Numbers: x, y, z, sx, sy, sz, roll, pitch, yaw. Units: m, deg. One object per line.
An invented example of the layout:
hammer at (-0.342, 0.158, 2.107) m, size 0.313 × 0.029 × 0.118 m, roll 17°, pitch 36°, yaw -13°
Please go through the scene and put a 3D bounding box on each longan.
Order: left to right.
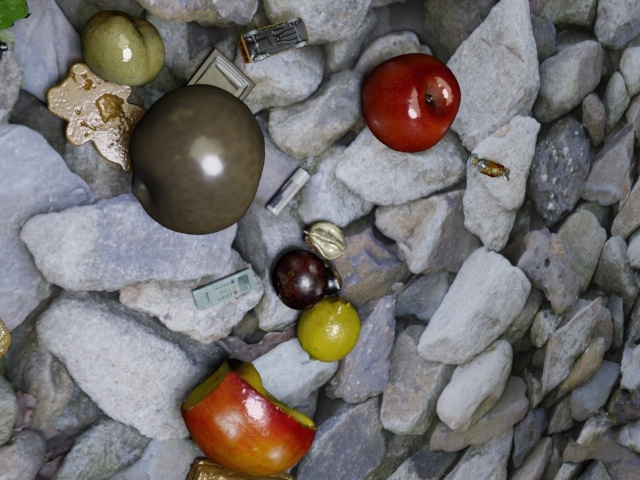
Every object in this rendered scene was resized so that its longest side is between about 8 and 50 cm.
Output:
longan at (-0.263, -0.163, 1.120) m, size 0.289 × 0.288 × 0.350 m, roll -3°, pitch 130°, yaw -26°

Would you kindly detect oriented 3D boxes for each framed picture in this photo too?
framed picture at (-0.252, -0.348, 1.222) m, size 0.128 × 0.023 × 0.168 m, roll 38°, pitch 85°, yaw -29°

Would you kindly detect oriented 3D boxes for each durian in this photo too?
durian at (-0.001, 0.003, 1.410) m, size 0.140 × 0.071 × 0.110 m, roll 21°, pitch 58°, yaw -26°

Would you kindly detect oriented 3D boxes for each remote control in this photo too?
remote control at (-0.251, 0.127, 1.345) m, size 0.162 × 0.029 × 0.061 m, roll -22°, pitch 114°, yaw -25°

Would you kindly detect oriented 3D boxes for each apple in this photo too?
apple at (0.238, -0.367, 1.358) m, size 0.261 × 0.216 × 0.260 m, roll -5°, pitch 102°, yaw -25°

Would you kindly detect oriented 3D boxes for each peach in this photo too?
peach at (-0.193, 0.466, 1.315) m, size 0.242 × 0.306 × 0.380 m, roll -46°, pitch 123°, yaw -17°

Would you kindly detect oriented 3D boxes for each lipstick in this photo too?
lipstick at (-0.086, -0.128, 1.355) m, size 0.141 × 0.040 × 0.040 m, roll -50°, pitch 119°, yaw -6°

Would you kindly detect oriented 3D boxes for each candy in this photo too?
candy at (0.551, -0.229, 1.646) m, size 0.182 × 0.046 × 0.053 m, roll 14°, pitch 95°, yaw -27°

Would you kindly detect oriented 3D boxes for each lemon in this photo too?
lemon at (0.025, 0.244, 1.430) m, size 0.174 × 0.173 × 0.206 m, roll 9°, pitch 125°, yaw -28°

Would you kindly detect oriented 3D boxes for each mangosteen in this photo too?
mangosteen at (-0.036, 0.101, 1.364) m, size 0.184 × 0.172 × 0.172 m, roll -6°, pitch 107°, yaw -3°

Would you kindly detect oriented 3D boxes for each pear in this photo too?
pear at (-0.402, -0.395, 1.057) m, size 0.167 × 0.167 × 0.136 m, roll 8°, pitch 121°, yaw -28°

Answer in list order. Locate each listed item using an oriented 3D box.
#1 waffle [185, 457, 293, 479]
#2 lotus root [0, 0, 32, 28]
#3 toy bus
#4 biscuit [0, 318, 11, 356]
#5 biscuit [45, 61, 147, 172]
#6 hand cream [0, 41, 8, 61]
waffle at (-0.248, 0.755, 1.473) m, size 0.328 × 0.098 × 0.224 m, roll 26°, pitch 89°, yaw -30°
lotus root at (-0.643, -0.494, 0.925) m, size 0.186 × 0.186 × 0.186 m, roll -7°, pitch 106°, yaw -25°
toy bus at (-0.111, -0.477, 1.232) m, size 0.162 × 0.074 × 0.069 m, roll -24°, pitch 105°, yaw -17°
biscuit at (-0.762, 0.160, 1.095) m, size 0.118 × 0.029 × 0.247 m, roll -26°, pitch 113°, yaw -19°
biscuit at (-0.466, -0.265, 1.130) m, size 0.249 × 0.035 × 0.184 m, roll 42°, pitch 84°, yaw -29°
hand cream at (-0.726, -0.350, 0.963) m, size 0.248 × 0.052 × 0.075 m, roll -17°, pitch 124°, yaw -25°
